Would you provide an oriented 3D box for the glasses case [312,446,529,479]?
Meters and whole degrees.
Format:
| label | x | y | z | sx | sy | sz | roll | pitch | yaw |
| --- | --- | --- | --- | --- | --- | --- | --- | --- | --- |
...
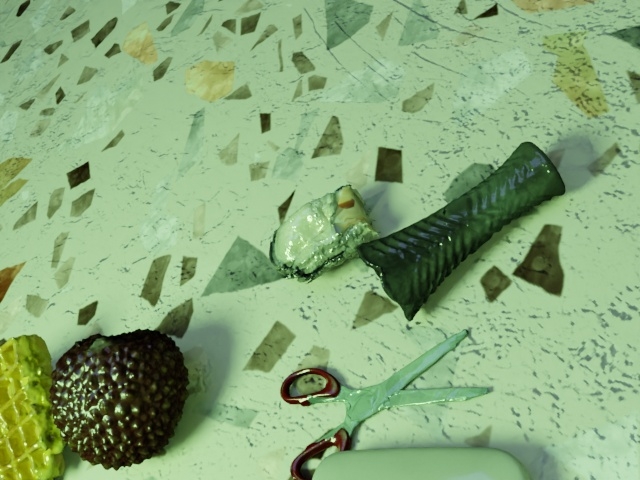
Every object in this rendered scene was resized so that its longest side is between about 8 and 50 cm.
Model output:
| label | x | y | z | sx | sy | sz | roll | pitch | yaw |
| --- | --- | --- | --- | --- | --- | --- | --- | --- | --- |
| glasses case | 0.095 | 0.258 | 0.715 | 0.233 | 0.059 | 0.092 | -13 | 55 | 27 |

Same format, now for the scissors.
| label | x | y | z | sx | sy | sz | roll | pitch | yaw |
| --- | --- | --- | --- | --- | --- | --- | --- | --- | --- |
| scissors | 0.068 | 0.182 | 0.816 | 0.247 | 0.017 | 0.144 | -24 | 50 | 16 |

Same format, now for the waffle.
| label | x | y | z | sx | sy | sz | roll | pitch | yaw |
| --- | --- | --- | --- | --- | --- | --- | --- | --- | --- |
| waffle | -0.451 | 0.281 | 1.023 | 0.229 | 0.057 | 0.219 | -36 | 70 | 27 |

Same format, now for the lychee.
| label | x | y | z | sx | sy | sz | roll | pitch | yaw |
| --- | --- | --- | --- | --- | --- | --- | --- | --- | --- |
| lychee | -0.257 | 0.202 | 0.914 | 0.188 | 0.188 | 0.188 | -17 | 52 | 23 |

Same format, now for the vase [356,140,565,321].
| label | x | y | z | sx | sy | sz | roll | pitch | yaw |
| --- | --- | --- | --- | --- | --- | --- | --- | --- | --- |
| vase | 0.167 | -0.018 | 0.831 | 0.237 | 0.115 | 0.115 | -36 | 47 | 5 |

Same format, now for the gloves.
| label | x | y | z | sx | sy | sz | roll | pitch | yaw |
| --- | --- | --- | --- | --- | --- | --- | --- | --- | --- |
| gloves | 0.002 | 0.001 | 0.944 | 0.153 | 0.070 | 0.114 | -29 | 55 | 14 |
